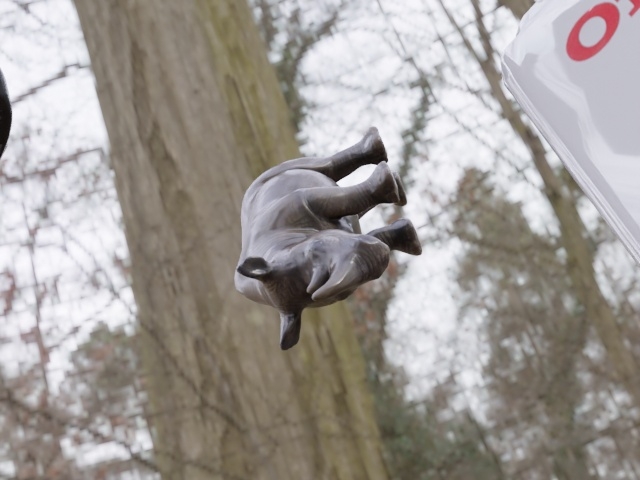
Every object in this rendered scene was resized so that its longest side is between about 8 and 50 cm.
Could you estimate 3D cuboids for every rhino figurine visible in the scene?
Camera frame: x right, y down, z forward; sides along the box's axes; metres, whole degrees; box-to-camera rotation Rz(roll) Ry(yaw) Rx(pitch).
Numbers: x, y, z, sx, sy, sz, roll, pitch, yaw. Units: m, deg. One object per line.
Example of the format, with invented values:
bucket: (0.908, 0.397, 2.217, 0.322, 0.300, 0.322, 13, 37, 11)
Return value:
rhino figurine: (0.000, 0.000, 0.839, 0.106, 0.243, 0.073, -22, -75, 6)

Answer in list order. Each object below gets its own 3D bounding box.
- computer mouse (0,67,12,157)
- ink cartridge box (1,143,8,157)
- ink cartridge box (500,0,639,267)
computer mouse: (-0.249, -0.037, 0.904, 0.071, 0.041, 0.242, -1, -35, -34)
ink cartridge box: (-0.360, -0.066, 1.204, 0.181, 0.104, 0.061, 10, -24, 30)
ink cartridge box: (0.161, -0.016, 0.281, 0.100, 0.237, 0.172, 31, -69, -35)
